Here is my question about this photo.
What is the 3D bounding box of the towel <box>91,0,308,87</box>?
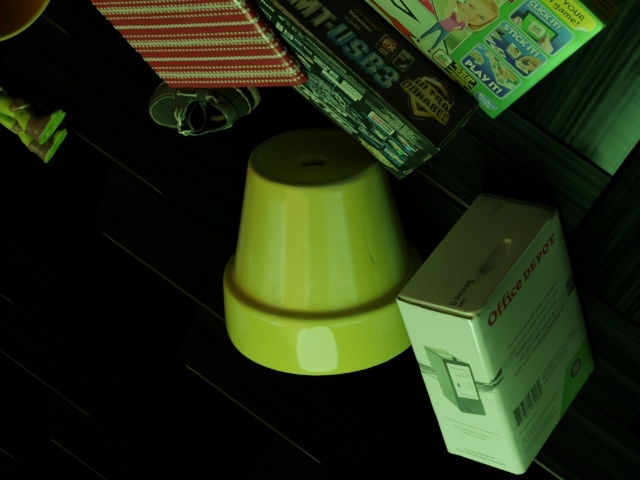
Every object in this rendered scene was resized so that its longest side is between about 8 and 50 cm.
[{"bbox_3d":[-0.154,-0.252,1.829,0.198,0.031,0.275,3,150,35],"label":"towel"}]

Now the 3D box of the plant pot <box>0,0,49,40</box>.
[{"bbox_3d":[-0.462,-0.370,2.164,0.188,0.205,0.205,28,150,47],"label":"plant pot"}]

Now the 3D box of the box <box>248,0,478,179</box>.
[{"bbox_3d":[0.019,-0.199,1.886,0.295,0.073,0.293,41,174,-1],"label":"box"}]

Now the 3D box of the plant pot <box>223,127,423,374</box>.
[{"bbox_3d":[0.000,0.000,2.112,0.254,0.254,0.239,16,125,32],"label":"plant pot"}]

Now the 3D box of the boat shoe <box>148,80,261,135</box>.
[{"bbox_3d":[-0.165,-0.171,2.209,0.206,0.065,0.075,-4,128,47],"label":"boat shoe"}]

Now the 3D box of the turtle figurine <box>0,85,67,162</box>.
[{"bbox_3d":[-0.470,-0.209,2.446,0.217,0.087,0.269,33,147,9],"label":"turtle figurine"}]

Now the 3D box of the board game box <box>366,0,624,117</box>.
[{"bbox_3d":[0.116,-0.280,1.670,0.317,0.046,0.213,42,149,-5],"label":"board game box"}]

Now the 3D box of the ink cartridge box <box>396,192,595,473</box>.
[{"bbox_3d":[0.216,0.110,2.048,0.114,0.198,0.273,14,140,36],"label":"ink cartridge box"}]
